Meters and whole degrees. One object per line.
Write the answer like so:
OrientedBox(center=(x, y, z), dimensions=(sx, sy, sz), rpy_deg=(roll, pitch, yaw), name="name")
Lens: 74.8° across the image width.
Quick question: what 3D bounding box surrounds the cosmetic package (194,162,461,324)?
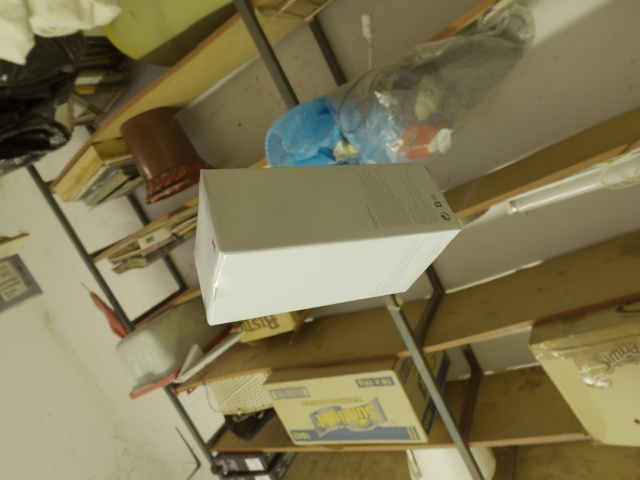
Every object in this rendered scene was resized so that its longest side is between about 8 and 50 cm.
OrientedBox(center=(0.000, 0.000, 0.687), dimensions=(0.384, 0.156, 0.217), rpy_deg=(-4, 146, -25), name="cosmetic package")
